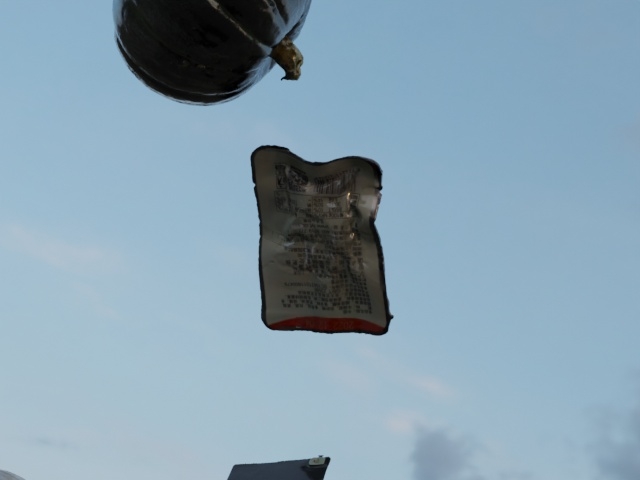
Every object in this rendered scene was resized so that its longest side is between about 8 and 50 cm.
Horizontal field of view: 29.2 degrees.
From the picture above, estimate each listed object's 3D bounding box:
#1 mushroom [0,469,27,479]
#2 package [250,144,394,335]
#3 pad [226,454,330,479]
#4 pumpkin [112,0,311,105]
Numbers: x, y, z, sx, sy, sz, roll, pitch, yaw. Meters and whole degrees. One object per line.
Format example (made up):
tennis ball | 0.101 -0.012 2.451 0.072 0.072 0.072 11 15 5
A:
mushroom | -0.213 0.270 0.887 0.254 0.195 0.189 62 -9 -13
package | 0.000 0.000 1.423 0.166 0.040 0.232 2 -68 20
pad | -0.061 0.281 1.271 0.116 0.193 0.004 -7 -68 15
pumpkin | -0.101 -0.250 1.327 0.216 0.250 0.250 40 -26 -3
